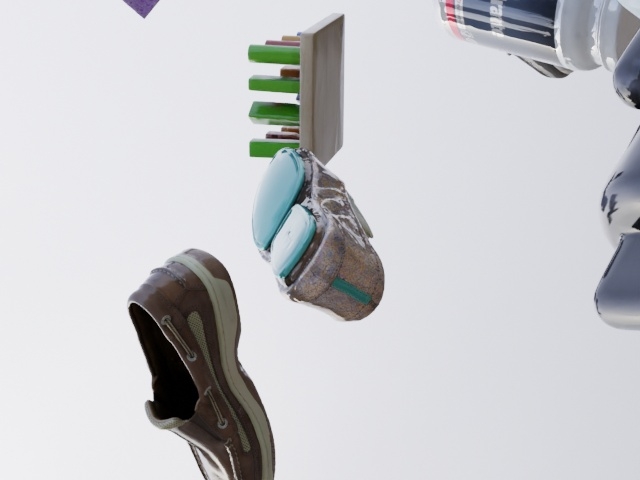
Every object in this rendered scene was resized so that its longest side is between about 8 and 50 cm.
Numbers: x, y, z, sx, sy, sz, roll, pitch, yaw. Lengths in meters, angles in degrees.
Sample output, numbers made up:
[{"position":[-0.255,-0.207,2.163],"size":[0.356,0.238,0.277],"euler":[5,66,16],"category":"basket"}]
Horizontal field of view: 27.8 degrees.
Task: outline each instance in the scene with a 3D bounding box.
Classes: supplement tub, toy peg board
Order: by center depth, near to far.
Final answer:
[{"position":[-0.028,-0.168,1.464],"size":[0.160,0.079,0.161],"euler":[-54,-33,-68],"category":"toy peg board"},{"position":[0.302,-0.332,1.706],"size":[0.191,0.272,0.191],"euler":[-35,-45,-44],"category":"supplement tub"}]

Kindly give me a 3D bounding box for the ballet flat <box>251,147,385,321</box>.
[{"position":[0.000,0.000,1.216],"size":[0.106,0.316,0.107],"euler":[30,-74,-15],"category":"ballet flat"}]

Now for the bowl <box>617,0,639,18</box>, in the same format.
[{"position":[0.342,-0.292,1.090],"size":[0.163,0.311,0.311],"euler":[9,-74,-21],"category":"bowl"}]

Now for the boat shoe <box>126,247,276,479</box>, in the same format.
[{"position":[-0.113,0.137,1.123],"size":[0.095,0.095,0.257],"euler":[-33,-60,-38],"category":"boat shoe"}]

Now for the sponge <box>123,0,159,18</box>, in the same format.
[{"position":[-0.274,-0.404,1.701],"size":[0.210,0.031,0.117],"euler":[40,-75,-18],"category":"sponge"}]

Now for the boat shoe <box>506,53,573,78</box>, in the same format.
[{"position":[0.262,-0.362,1.984],"size":[0.112,0.335,0.095],"euler":[-22,-20,-49],"category":"boat shoe"}]

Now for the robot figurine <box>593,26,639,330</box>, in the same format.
[{"position":[0.276,-0.048,0.762],"size":[0.278,0.174,0.209],"euler":[-57,-32,-15],"category":"robot figurine"}]
